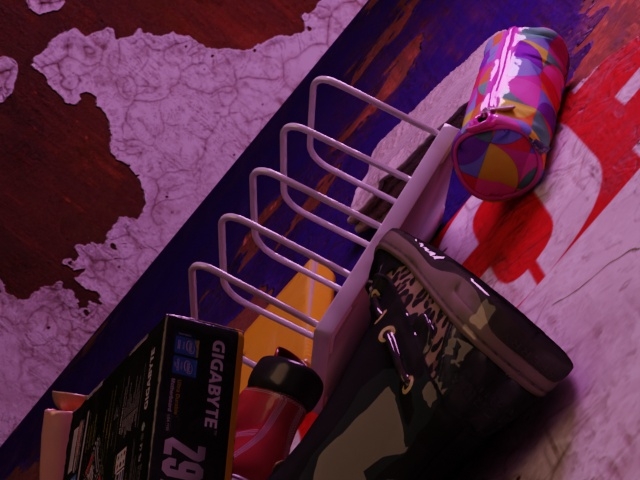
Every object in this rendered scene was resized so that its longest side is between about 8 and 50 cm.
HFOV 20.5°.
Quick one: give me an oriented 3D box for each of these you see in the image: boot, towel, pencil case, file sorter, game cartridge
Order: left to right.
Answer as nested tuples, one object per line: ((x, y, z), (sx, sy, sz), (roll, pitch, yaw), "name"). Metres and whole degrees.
((-0.081, 0.189, 1.642), (0.244, 0.088, 0.176), (-28, 33, 58), "boot")
((-0.086, 0.190, 2.101), (0.285, 0.053, 0.323), (-48, 14, 17), "game cartridge")
((0.000, 0.000, 1.857), (0.277, 0.173, 0.193), (-58, -14, -26), "file sorter")
((0.046, 0.148, 1.473), (0.284, 0.138, 0.377), (-52, 16, -1), "boot")
((0.138, -0.138, 2.226), (0.282, 0.049, 0.187), (-44, 14, 35), "towel")
((0.199, -0.137, 1.836), (0.104, 0.104, 0.236), (-45, 13, 33), "pencil case")

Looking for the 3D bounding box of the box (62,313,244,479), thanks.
((-0.157, 0.255, 1.490), (0.257, 0.079, 0.322), (133, 146, -54), "box")

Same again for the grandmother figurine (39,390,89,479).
((-0.284, 0.343, 1.974), (0.208, 0.104, 0.342), (-4, 75, 58), "grandmother figurine")
